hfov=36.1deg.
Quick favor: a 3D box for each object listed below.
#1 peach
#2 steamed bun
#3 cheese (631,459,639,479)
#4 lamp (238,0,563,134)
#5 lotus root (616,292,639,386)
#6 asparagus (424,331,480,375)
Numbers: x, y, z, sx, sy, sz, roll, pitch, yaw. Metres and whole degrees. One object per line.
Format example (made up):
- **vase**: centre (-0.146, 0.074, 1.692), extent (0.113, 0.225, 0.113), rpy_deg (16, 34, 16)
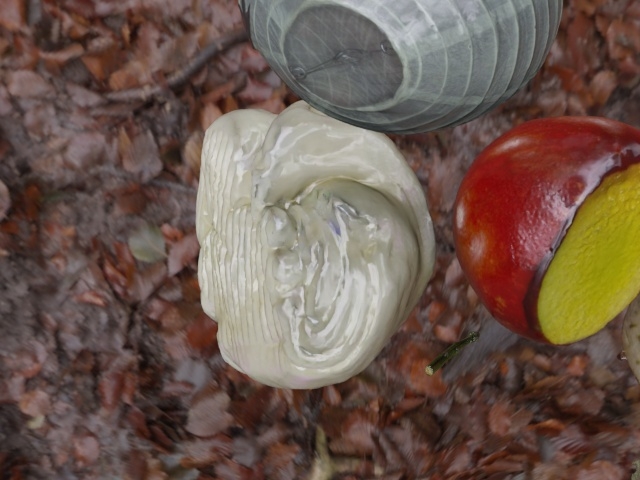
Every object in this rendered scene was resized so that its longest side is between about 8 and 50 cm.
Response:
- **peach**: centre (0.282, -0.030, 1.151), extent (0.245, 0.275, 0.248), rpy_deg (34, 41, 16)
- **steamed bun**: centre (0.000, 0.000, 1.188), extent (0.247, 0.352, 0.340), rpy_deg (-5, 88, -25)
- **cheese**: centre (0.586, 0.458, 1.668), extent (0.175, 0.202, 0.091), rpy_deg (22, 114, -6)
- **lamp**: centre (0.058, -0.205, 0.775), extent (0.265, 0.233, 0.233), rpy_deg (3, 72, 28)
- **lotus root**: centre (0.453, 0.128, 1.229), extent (0.074, 0.170, 0.261), rpy_deg (4, 108, -24)
- **asparagus**: centre (0.182, 0.152, 1.342), extent (0.127, 0.015, 0.018), rpy_deg (-28, 81, -45)
